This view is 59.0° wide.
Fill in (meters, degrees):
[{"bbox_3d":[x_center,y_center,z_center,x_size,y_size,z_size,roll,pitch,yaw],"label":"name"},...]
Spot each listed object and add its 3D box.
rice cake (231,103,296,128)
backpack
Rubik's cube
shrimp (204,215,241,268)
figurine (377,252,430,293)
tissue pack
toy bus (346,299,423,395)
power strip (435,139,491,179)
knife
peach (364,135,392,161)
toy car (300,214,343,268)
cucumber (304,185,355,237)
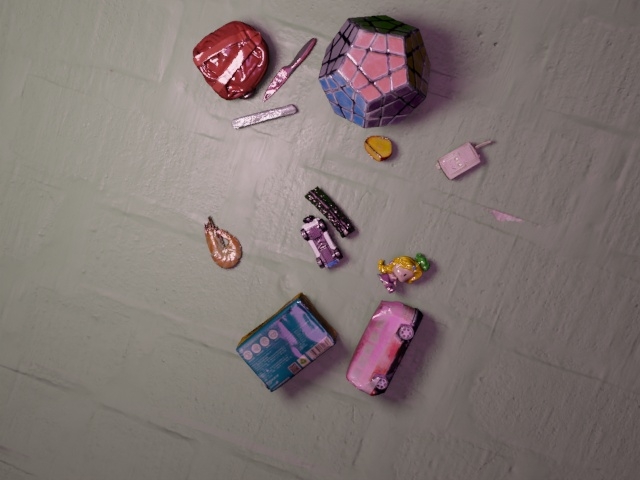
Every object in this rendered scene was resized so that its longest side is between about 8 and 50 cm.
[{"bbox_3d":[-0.177,-0.384,1.751,0.208,0.033,0.033,-14,106,6],"label":"rice cake"},{"bbox_3d":[-0.257,-0.542,1.683,0.229,0.139,0.229,2,100,9],"label":"backpack"},{"bbox_3d":[0.153,-0.473,1.589,0.319,0.319,0.264,46,74,-1],"label":"Rubik's cube"},{"bbox_3d":[-0.318,0.003,1.808,0.099,0.041,0.180,-24,94,7],"label":"shrimp"},{"bbox_3d":[0.250,0.080,1.748,0.156,0.095,0.114,-31,54,4],"label":"figurine"},{"bbox_3d":[-0.105,0.317,1.779,0.271,0.134,0.192,-38,91,8],"label":"tissue pack"},{"bbox_3d":[0.195,0.329,1.756,0.147,0.127,0.302,25,99,5],"label":"toy bus"},{"bbox_3d":[0.436,-0.252,1.704,0.175,0.042,0.075,-32,92,8],"label":"power strip"},{"bbox_3d":[-0.101,-0.523,1.733,0.035,0.018,0.247,43,100,-4],"label":"knife"},{"bbox_3d":[0.172,-0.277,1.721,0.083,0.050,0.077,7,74,-5],"label":"peach"},{"bbox_3d":[0.000,0.000,1.762,0.080,0.070,0.170,-28,95,8],"label":"toy car"},{"bbox_3d":[0.032,-0.088,1.756,0.058,0.058,0.187,-43,92,9],"label":"cucumber"}]
